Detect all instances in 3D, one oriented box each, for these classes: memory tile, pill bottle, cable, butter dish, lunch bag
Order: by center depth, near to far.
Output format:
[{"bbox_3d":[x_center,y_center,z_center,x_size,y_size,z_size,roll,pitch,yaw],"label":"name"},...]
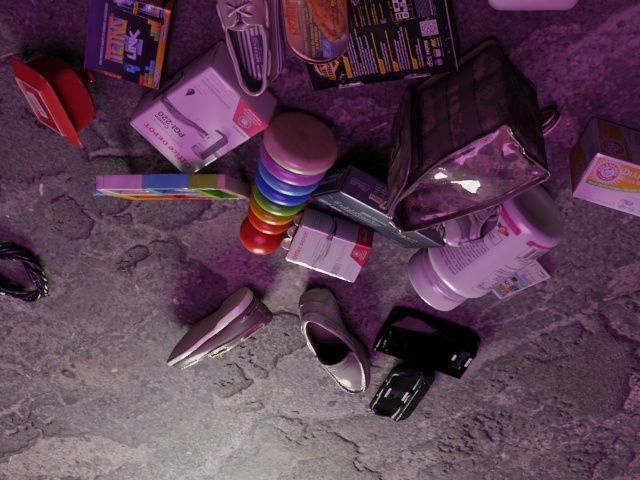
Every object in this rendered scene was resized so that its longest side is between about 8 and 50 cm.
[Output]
[{"bbox_3d":[0.221,-0.164,1.597,0.287,0.235,0.169,-29,127,31],"label":"lunch bag"},{"bbox_3d":[-0.465,-0.275,1.712,0.160,0.118,0.160,29,151,42],"label":"butter dish"},{"bbox_3d":[0.308,0.009,1.793,0.160,0.160,0.283,34,129,-20],"label":"pill bottle"},{"bbox_3d":[0.000,0.000,1.943,0.148,0.012,0.113,20,133,-9],"label":"memory tile"},{"bbox_3d":[-0.689,0.072,2.123,0.184,0.047,0.150,31,125,-14],"label":"cable"}]

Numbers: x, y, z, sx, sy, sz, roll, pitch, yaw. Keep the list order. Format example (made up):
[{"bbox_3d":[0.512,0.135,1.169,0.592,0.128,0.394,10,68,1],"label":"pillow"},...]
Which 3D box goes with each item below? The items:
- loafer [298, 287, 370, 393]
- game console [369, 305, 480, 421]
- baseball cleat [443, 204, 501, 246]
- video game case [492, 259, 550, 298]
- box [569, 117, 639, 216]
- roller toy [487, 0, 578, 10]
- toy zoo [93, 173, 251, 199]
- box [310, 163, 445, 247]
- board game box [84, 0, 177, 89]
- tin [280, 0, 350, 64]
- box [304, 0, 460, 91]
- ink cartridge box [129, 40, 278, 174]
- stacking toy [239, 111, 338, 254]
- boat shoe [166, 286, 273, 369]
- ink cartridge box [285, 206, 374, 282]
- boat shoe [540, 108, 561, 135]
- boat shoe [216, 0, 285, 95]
[{"bbox_3d":[0.029,0.245,2.095,0.112,0.111,0.319,-13,129,21],"label":"loafer"},{"bbox_3d":[0.203,0.300,2.164,0.213,0.044,0.361,20,132,-6],"label":"game console"},{"bbox_3d":[0.272,-0.079,1.691,0.109,0.206,0.072,-5,151,20],"label":"baseball cleat"},{"bbox_3d":[0.398,0.070,1.935,0.122,0.011,0.087,-28,123,31],"label":"video game case"},{"bbox_3d":[0.554,-0.120,1.660,0.203,0.114,0.103,17,133,-3],"label":"box"},{"bbox_3d":[0.320,-0.434,1.364,0.146,0.209,0.191,3,172,8],"label":"roller toy"},{"bbox_3d":[-0.298,-0.101,1.808,0.293,0.030,0.192,0,177,11],"label":"toy zoo"},{"bbox_3d":[0.113,-0.059,1.769,0.232,0.059,0.183,27,170,-16],"label":"box"},{"bbox_3d":[-0.334,-0.362,1.647,0.141,0.048,0.170,15,133,-5],"label":"board game box"},{"bbox_3d":[-0.008,-0.368,1.486,0.106,0.040,0.190,0,133,6],"label":"tin"},{"bbox_3d":[0.075,-0.405,1.512,0.257,0.079,0.322,-5,132,17],"label":"box"},{"bbox_3d":[-0.213,-0.235,1.712,0.218,0.092,0.158,-27,123,33],"label":"ink cartridge box"},{"bbox_3d":[-0.084,-0.091,1.808,0.141,0.141,0.330,20,139,-8],"label":"stacking toy"},{"bbox_3d":[-0.233,0.218,2.123,0.091,0.109,0.305,40,123,-19],"label":"boat shoe"},{"bbox_3d":[0.018,0.009,1.894,0.150,0.063,0.109,19,133,-7],"label":"ink cartridge box"},{"bbox_3d":[0.361,-0.199,1.670,0.137,0.049,0.043,-27,121,36],"label":"boat shoe"},{"bbox_3d":[-0.118,-0.381,1.556,0.109,0.094,0.302,-4,132,14],"label":"boat shoe"}]
